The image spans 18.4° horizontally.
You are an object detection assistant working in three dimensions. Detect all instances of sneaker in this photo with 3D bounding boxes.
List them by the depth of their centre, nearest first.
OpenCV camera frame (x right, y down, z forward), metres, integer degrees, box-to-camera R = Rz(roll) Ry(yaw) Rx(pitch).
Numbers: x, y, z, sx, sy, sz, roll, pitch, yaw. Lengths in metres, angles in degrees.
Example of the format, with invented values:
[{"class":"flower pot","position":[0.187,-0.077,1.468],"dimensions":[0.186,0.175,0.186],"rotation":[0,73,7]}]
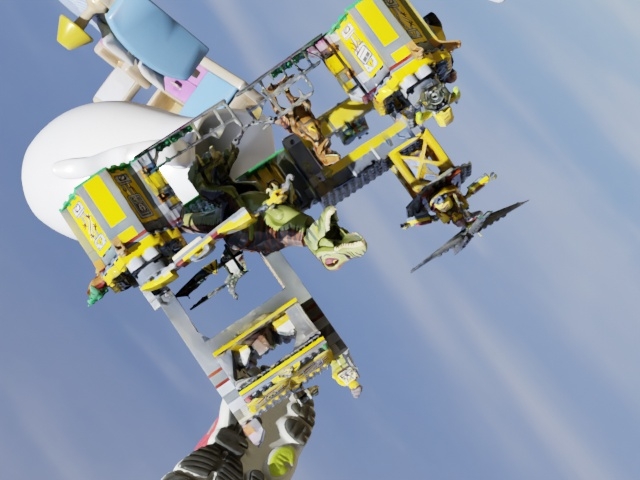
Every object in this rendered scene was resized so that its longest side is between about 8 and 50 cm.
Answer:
[{"class":"sneaker","position":[-0.085,0.228,1.691],"dimensions":[0.107,0.118,0.279],"rotation":[34,-140,3]}]

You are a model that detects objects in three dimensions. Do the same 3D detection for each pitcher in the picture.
[{"class":"pitcher","position":[-0.168,-0.064,1.697],"dimensions":[0.177,0.207,0.126],"rotation":[5,-99,-58]}]

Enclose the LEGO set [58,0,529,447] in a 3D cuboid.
[{"class":"LEGO set","position":[0.000,0.000,1.379],"dimensions":[0.192,0.331,0.255],"rotation":[55,167,16]}]

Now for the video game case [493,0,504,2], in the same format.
[{"class":"video game case","position":[0.056,-0.382,1.576],"dimensions":[0.299,0.329,0.036],"rotation":[17,-152,-2]}]

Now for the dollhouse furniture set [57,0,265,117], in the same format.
[{"class":"dollhouse furniture set","position":[-0.270,-0.196,2.273],"dimensions":[0.286,0.198,0.303],"rotation":[34,177,43]}]
